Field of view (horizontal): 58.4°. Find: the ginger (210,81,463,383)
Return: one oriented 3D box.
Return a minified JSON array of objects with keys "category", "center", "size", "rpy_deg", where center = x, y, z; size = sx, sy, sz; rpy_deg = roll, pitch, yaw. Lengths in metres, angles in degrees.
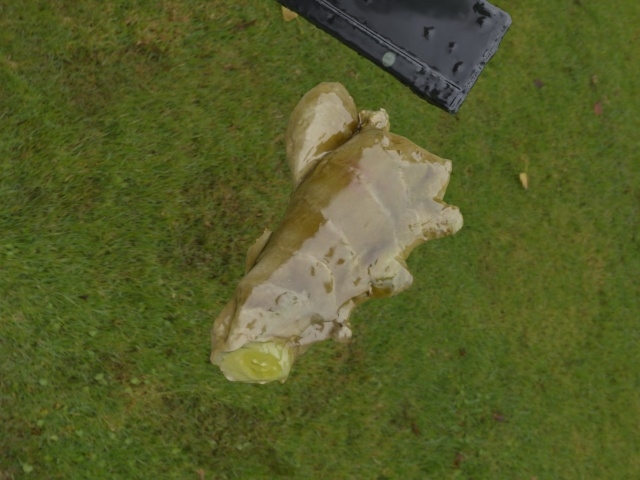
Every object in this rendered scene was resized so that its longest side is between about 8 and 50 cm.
[{"category":"ginger","center":[0.014,-0.002,0.354],"size":[0.115,0.081,0.206],"rpy_deg":[23,73,-11]}]

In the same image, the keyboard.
[{"category":"keyboard","center":[0.018,-0.176,0.395],"size":[0.072,0.231,0.023],"rpy_deg":[-59,161,24]}]
